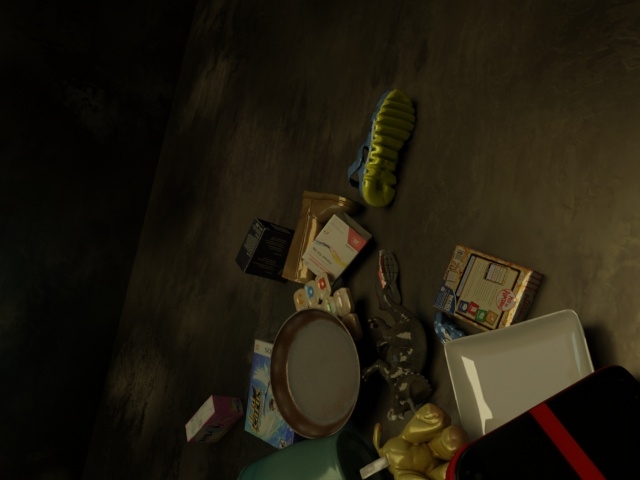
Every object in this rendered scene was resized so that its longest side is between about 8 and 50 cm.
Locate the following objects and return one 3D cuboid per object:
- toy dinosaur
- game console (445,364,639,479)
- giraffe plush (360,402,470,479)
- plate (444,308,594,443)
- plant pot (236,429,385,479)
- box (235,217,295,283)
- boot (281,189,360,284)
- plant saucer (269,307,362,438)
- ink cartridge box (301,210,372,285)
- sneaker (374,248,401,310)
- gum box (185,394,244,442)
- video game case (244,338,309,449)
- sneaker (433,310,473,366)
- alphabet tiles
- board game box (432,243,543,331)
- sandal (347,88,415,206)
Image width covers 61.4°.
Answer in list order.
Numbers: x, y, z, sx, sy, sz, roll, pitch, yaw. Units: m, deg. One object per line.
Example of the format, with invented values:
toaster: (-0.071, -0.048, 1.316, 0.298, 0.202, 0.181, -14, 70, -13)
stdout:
toy dinosaur: (0.184, 0.247, 1.205, 0.160, 0.121, 0.314, -6, 65, 38)
game console: (0.393, 0.389, 0.707, 0.386, 0.342, 0.060, 58, 165, 37)
giraffe plush: (0.206, 0.435, 1.038, 0.210, 0.170, 0.181, -21, 49, 22)
plate: (0.368, 0.288, 0.956, 0.278, 0.045, 0.277, -29, 62, 43)
plant pot: (-0.003, 0.558, 1.179, 0.255, 0.271, 0.272, -37, 46, 18)
box: (-0.156, 0.033, 1.676, 0.093, 0.156, 0.158, 41, 108, 52)
boot: (0.000, 0.000, 1.558, 0.236, 0.089, 0.270, 13, 89, 54)
plant saucer: (-0.008, 0.320, 1.322, 0.310, 0.050, 0.311, -9, 77, 44)
ink cartridge box: (0.034, 0.032, 1.458, 0.115, 0.067, 0.198, 40, 114, 7)
sneaker: (0.153, 0.099, 1.332, 0.065, 0.061, 0.158, -34, 49, 48)
gum box: (-0.341, 0.574, 1.718, 0.188, 0.107, 0.062, -50, 41, 27)
video game case: (-0.115, 0.427, 1.505, 0.244, 0.061, 0.270, 0, 82, 54)
sneaker: (0.285, 0.204, 1.121, 0.059, 0.053, 0.144, -46, 52, 31)
alphabet tiles: (0.008, 0.240, 1.439, 0.284, 0.021, 0.278, -40, 59, 45)
board game box: (0.335, 0.103, 1.102, 0.193, 0.045, 0.147, 26, 96, 53)
sandal: (0.150, -0.251, 1.439, 0.138, 0.126, 0.317, 16, 86, 58)
